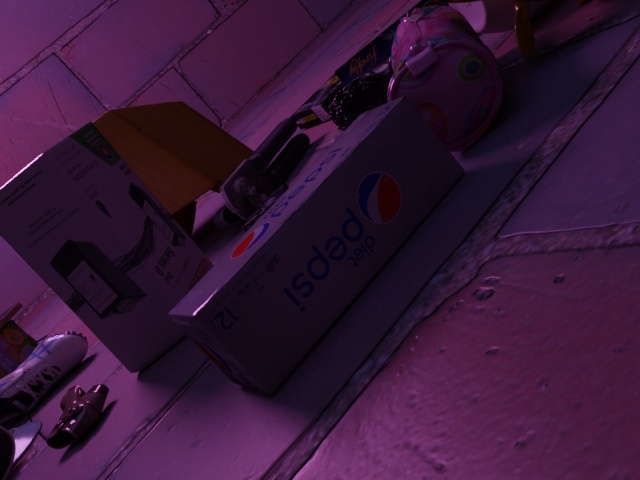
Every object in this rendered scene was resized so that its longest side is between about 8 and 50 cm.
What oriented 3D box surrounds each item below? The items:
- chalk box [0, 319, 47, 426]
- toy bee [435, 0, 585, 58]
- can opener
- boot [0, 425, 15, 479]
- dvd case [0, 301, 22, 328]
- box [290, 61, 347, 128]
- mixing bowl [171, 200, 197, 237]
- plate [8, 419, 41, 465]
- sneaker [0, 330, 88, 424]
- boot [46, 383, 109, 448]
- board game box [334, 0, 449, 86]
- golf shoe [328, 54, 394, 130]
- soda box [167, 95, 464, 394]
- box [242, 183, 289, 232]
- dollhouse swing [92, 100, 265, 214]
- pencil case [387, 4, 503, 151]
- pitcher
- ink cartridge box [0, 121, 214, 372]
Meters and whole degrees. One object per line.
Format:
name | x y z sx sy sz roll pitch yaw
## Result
chalk box | -0.613 0.250 1.525 0.132 0.132 0.213 -30 19 36
toy bee | 0.247 -0.290 0.857 0.162 0.298 0.195 20 -93 -74
can opener | -0.110 -0.118 1.396 0.095 0.076 0.283 -30 17 35
boot | -0.526 0.365 1.070 0.176 0.088 0.244 -33 20 36
dvd case | -0.660 0.211 1.466 0.164 0.018 0.221 -33 17 24
box | 0.039 -0.311 1.623 0.184 0.045 0.190 -48 16 -13
mixing bowl | -0.322 -0.014 1.536 0.181 0.098 0.181 -8 10 1
plate | -0.499 0.338 1.192 0.188 0.024 0.188 -38 16 13
sneaker | -0.493 0.245 1.363 0.237 0.085 0.086 -37 41 7
boot | -0.320 0.228 1.012 0.118 0.042 0.087 -30 21 39
board game box | 0.154 -0.335 1.297 0.243 0.042 0.165 -35 -4 27
golf shoe | 0.104 -0.237 1.224 0.198 0.077 0.094 -33 -1 24
soda box | 0.000 0.000 0.725 0.286 0.098 0.091 -48 17 -21
box | -0.082 -0.048 1.233 0.083 0.018 0.067 -38 15 15
dollhouse swing | -0.338 -0.091 1.531 0.305 0.315 0.347 -55 -1 16
pencil case | 0.133 -0.194 0.900 0.124 0.124 0.284 -37 16 19
pitcher | 0.264 -0.350 1.047 0.207 0.126 0.178 -34 -8 -12
ink cartridge box | -0.283 0.004 1.074 0.121 0.289 0.211 -36 16 12
